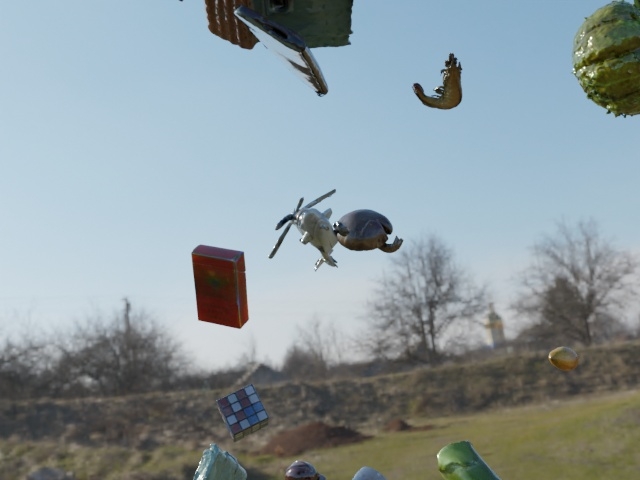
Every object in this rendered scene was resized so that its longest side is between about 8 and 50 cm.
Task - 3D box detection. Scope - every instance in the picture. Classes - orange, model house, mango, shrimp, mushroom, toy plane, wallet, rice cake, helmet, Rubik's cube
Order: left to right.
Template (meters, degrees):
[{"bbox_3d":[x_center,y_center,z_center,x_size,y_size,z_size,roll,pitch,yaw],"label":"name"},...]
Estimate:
[{"bbox_3d":[-0.188,0.463,1.393,0.038,0.211,0.124,0,-38,30],"label":"rice cake"},{"bbox_3d":[-0.181,0.404,1.922,0.092,0.092,0.092,-24,-20,-15],"label":"Rubik's cube"},{"bbox_3d":[-0.123,-0.470,1.403,0.330,0.251,0.294,-13,-35,-8],"label":"model house"},{"bbox_3d":[-0.057,-0.302,1.294,0.031,0.137,0.255,-52,-8,2],"label":"wallet"},{"bbox_3d":[-0.046,0.595,2.108,0.111,0.057,0.089,-6,11,30],"label":"helmet"},{"bbox_3d":[-0.007,0.009,1.592,0.182,0.107,0.273,-41,-28,-27],"label":"toy plane"},{"bbox_3d":[0.116,-0.021,1.945,0.171,0.135,0.080,19,-44,17],"label":"mushroom"},{"bbox_3d":[0.281,-0.385,1.980,0.124,0.034,0.178,5,-34,16],"label":"shrimp"},{"bbox_3d":[0.562,0.275,1.909,0.089,0.060,0.046,9,-48,-34],"label":"mango"},{"bbox_3d":[0.763,-0.461,2.102,0.223,0.300,0.301,-16,-3,29],"label":"orange"}]

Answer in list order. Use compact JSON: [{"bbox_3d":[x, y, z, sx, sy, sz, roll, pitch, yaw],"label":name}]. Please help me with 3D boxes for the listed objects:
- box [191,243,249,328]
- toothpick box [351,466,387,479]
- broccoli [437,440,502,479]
[{"bbox_3d":[-0.220,0.101,1.804,0.112,0.175,0.048,10,28,20],"label":"box"},{"bbox_3d":[0.073,0.555,1.704,0.149,0.098,0.098,-38,8,-36],"label":"toothpick box"},{"bbox_3d":[0.418,0.536,1.544,0.353,0.274,0.397,40,-2,-17],"label":"broccoli"}]
